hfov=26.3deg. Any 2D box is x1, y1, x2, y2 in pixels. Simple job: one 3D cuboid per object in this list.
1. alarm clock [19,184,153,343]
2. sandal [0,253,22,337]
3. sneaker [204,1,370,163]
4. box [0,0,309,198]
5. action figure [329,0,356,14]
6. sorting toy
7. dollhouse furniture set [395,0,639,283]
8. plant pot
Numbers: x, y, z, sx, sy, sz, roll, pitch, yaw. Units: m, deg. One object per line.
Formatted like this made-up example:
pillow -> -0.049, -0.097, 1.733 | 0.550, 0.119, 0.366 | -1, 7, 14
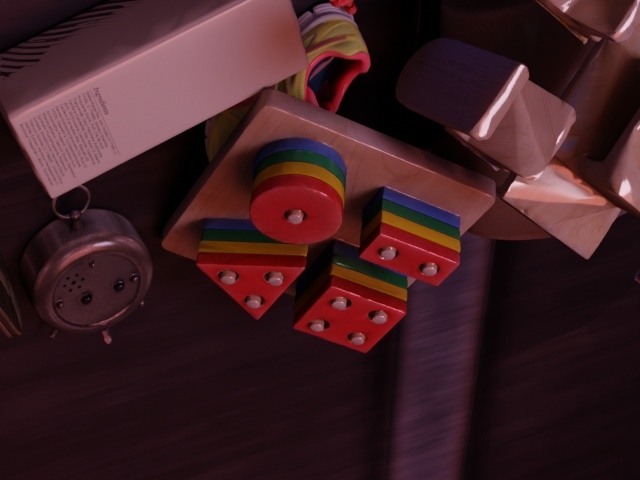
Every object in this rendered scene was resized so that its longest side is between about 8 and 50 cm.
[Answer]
alarm clock -> -0.237, 0.021, 1.380 | 0.129, 0.064, 0.192 | -21, 132, -17
sandal -> -0.353, 0.020, 1.285 | 0.060, 0.090, 0.219 | -25, 141, 11
sneaker -> -0.032, -0.137, 1.350 | 0.208, 0.094, 0.081 | -48, 137, 13
box -> -0.157, -0.160, 1.246 | 0.275, 0.094, 0.113 | -28, 137, -11
action figure -> 0.008, -0.262, 1.309 | 0.038, 0.030, 0.115 | -36, 126, -7
sorting toy -> 0.000, 0.000, 1.366 | 0.255, 0.089, 0.257 | 21, 140, -19
dollhouse furniture set -> 0.290, -0.185, 1.237 | 0.362, 0.256, 0.394 | 33, 91, -31
plant pot -> 0.219, -0.162, 1.413 | 0.263, 0.263, 0.229 | -27, 119, -11
